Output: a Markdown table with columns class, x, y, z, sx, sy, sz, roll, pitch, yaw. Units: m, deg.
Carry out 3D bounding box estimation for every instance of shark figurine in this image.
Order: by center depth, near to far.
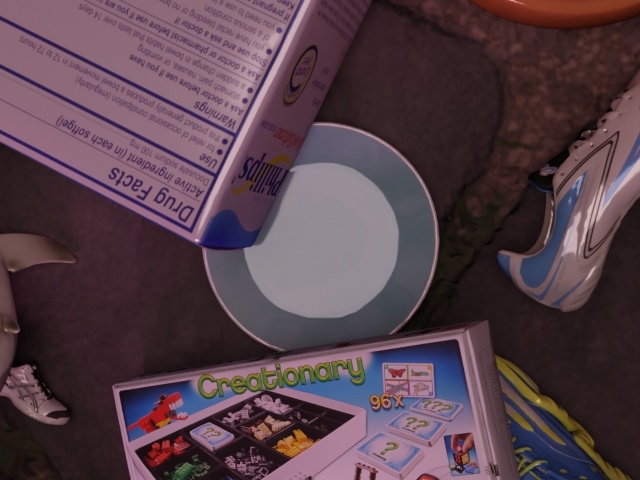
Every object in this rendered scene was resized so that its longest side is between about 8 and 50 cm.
| class | x | y | z | sx | sy | sz | roll | pitch | yaw |
| --- | --- | --- | --- | --- | --- | --- | --- | --- | --- |
| shark figurine | -0.280 | 0.085 | 1.072 | 0.166 | 0.278 | 0.116 | 11 | 134 | -24 |

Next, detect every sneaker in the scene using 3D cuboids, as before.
| class | x | y | z | sx | sy | sz | roll | pitch | yaw |
| --- | --- | --- | --- | --- | --- | --- | --- | --- | --- |
| sneaker | 0.156 | 0.159 | 1.044 | 0.240 | 0.126 | 0.091 | 36 | 93 | 2 |
| sneaker | 0.216 | -0.061 | 1.056 | 0.086 | 0.085 | 0.237 | 30 | 92 | -2 |
| sneaker | -0.234 | 0.117 | 1.117 | 0.083 | 0.032 | 0.037 | 32 | 93 | 2 |

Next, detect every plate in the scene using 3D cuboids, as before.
| class | x | y | z | sx | sy | sz | roll | pitch | yaw |
| --- | --- | --- | --- | --- | --- | --- | --- | --- | --- |
| plate | 0.000 | 0.000 | 1.102 | 0.188 | 0.024 | 0.188 | 0 | 92 | 3 |

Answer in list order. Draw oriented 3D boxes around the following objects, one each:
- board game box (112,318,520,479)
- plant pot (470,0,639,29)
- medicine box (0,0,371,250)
| class | x | y | z | sx | sy | sz | roll | pitch | yaw |
| --- | --- | --- | --- | --- | --- | --- | --- | --- | --- |
| board game box | -0.003 | 0.177 | 1.038 | 0.305 | 0.053 | 0.193 | -11 | 91 | 27 |
| plant pot | 0.188 | -0.310 | 0.994 | 0.291 | 0.203 | 0.291 | 0 | 91 | 4 |
| medicine box | -0.120 | -0.176 | 1.026 | 0.263 | 0.149 | 0.289 | 27 | 94 | 12 |
